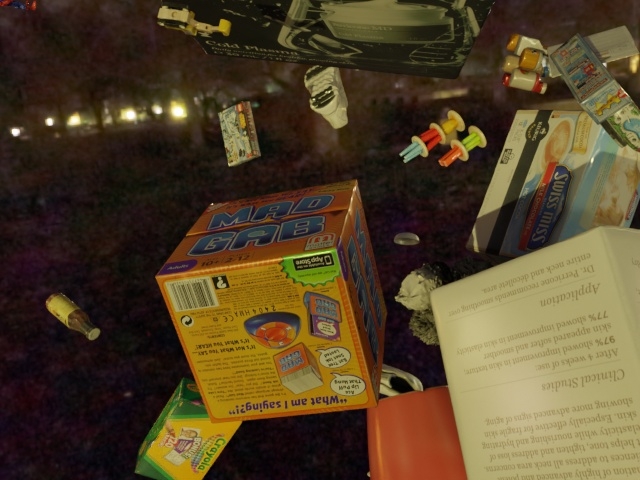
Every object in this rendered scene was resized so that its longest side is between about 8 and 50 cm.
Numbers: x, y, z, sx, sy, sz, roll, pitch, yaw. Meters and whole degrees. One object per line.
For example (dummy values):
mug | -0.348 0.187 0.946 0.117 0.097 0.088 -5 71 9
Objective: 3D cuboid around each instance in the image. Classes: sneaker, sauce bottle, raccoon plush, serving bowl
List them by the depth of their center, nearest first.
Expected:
sauce bottle | -0.465 0.144 1.250 0.128 0.042 0.042 30 31 29
raccoon plush | 0.322 0.206 1.312 0.299 0.216 0.446 42 23 23
sneaker | 0.154 0.383 1.902 0.296 0.111 0.129 14 -15 6
sneaker | 0.025 -0.442 1.979 0.110 0.118 0.292 -25 42 22
serving bowl | 0.281 -0.009 2.166 0.083 0.027 0.083 3 -15 1

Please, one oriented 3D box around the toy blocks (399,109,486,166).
toy blocks | 0.253 -0.196 1.394 0.148 0.054 0.123 -36 51 -7

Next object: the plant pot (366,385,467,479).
plant pot | 0.218 0.447 1.397 0.274 0.243 0.275 -11 -19 -4

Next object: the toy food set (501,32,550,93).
toy food set | 0.469 -0.384 1.459 0.104 0.111 0.232 14 23 0

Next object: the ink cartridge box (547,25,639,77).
ink cartridge box | 0.490 -0.327 1.197 0.145 0.045 0.179 -12 30 23

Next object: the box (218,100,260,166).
box | -0.197 -0.258 1.611 0.093 0.137 0.027 -14 -4 42

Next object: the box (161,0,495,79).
box | 0.015 -0.456 0.983 0.479 0.298 0.472 7 -1 5

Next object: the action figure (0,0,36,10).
action figure | -0.655 -0.500 1.392 0.038 0.030 0.115 17 22 23

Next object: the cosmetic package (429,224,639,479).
cosmetic package | 0.421 0.222 1.010 0.327 0.394 0.329 5 -21 -38

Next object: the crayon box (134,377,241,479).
crayon box | -0.327 0.485 1.651 0.165 0.279 0.081 25 25 -19

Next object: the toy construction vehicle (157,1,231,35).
toy construction vehicle | -0.139 -0.268 0.724 0.098 0.086 0.035 9 -5 10

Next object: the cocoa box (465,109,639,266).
cocoa box | 0.522 -0.081 1.444 0.231 0.347 0.227 26 -7 -36

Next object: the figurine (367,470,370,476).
figurine | 0.251 0.634 1.700 0.209 0.215 0.092 -35 -5 15

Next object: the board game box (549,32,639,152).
board game box | 0.449 -0.218 1.041 0.060 0.194 0.194 -38 11 27

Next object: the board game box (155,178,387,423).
board game box | -0.073 0.121 1.414 0.356 0.357 0.356 -9 23 13
